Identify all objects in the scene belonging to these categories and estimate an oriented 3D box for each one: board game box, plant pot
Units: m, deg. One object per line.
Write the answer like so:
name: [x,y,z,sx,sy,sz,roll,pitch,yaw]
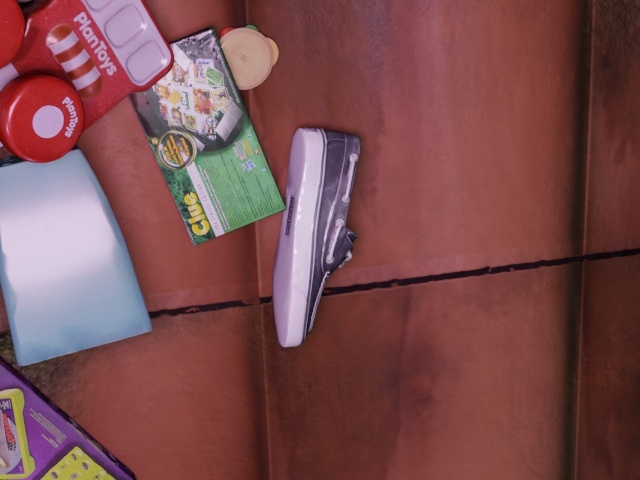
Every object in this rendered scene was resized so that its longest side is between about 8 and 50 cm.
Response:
board game box: [-0.436,0.286,1.549,0.208,0.056,0.347,-44,113,-5]
board game box: [-0.152,-0.133,1.507,0.136,0.030,0.260,-22,110,-2]
plant pot: [-0.324,0.006,1.444,0.165,0.165,0.234,-14,102,-13]

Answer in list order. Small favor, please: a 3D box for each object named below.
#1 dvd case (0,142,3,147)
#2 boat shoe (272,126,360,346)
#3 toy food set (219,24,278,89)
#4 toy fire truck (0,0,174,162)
dvd case: [-0.517,-0.137,1.384,0.238,0.029,0.179,-28,127,-7]
boat shoe: [0.000,0.000,1.572,0.102,0.108,0.301,5,97,-17]
toy food set: [-0.101,-0.238,1.510,0.082,0.020,0.083,32,95,-22]
toy fire truck: [-0.324,-0.251,1.319,0.254,0.169,0.302,-44,129,-20]
